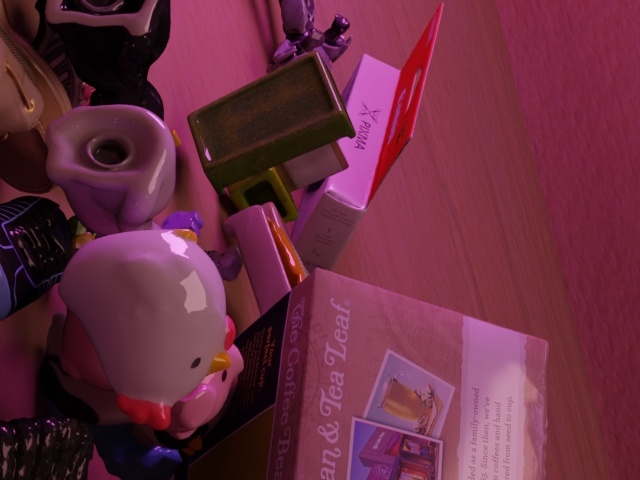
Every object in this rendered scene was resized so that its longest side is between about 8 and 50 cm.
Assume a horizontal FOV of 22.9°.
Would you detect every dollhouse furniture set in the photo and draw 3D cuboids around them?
[{"bbox_3d":[0.000,0.000,1.570,0.197,0.151,0.301,61,7,-51],"label":"dollhouse furniture set"}]

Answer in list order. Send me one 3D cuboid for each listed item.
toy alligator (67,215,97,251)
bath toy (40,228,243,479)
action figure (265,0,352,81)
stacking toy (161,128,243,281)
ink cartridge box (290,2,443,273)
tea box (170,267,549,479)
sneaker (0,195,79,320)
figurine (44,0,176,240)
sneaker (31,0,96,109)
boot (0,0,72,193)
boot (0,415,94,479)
[{"bbox_3d":[-0.171,0.036,1.323,0.190,0.056,0.051,45,53,-20],"label":"toy alligator"},{"bbox_3d":[-0.125,0.095,1.148,0.348,0.151,0.129,122,-37,-70],"label":"bath toy"},{"bbox_3d":[-0.023,-0.260,1.868,0.185,0.099,0.285,-59,140,-75],"label":"action figure"},{"bbox_3d":[-0.148,0.022,1.474,0.221,0.052,0.167,-73,144,-48],"label":"stacking toy"},{"bbox_3d":[0.051,-0.127,1.834,0.275,0.060,0.239,-74,-170,-48],"label":"ink cartridge box"},{"bbox_3d":[0.005,0.250,1.263,0.220,0.323,0.329,18,60,-20],"label":"tea box"},{"bbox_3d":[-0.215,0.006,1.098,0.232,0.090,0.081,-162,-132,-77],"label":"sneaker"},{"bbox_3d":[-0.149,-0.072,1.207,0.209,0.092,0.215,87,-2,-63],"label":"figurine"},{"bbox_3d":[-0.213,-0.142,1.360,0.063,0.075,0.170,-28,130,-42],"label":"sneaker"},{"bbox_3d":[-0.270,-0.076,1.138,0.262,0.095,0.203,72,26,-47],"label":"boot"},{"bbox_3d":[-0.236,0.248,0.999,0.348,0.131,0.260,-1,87,-80],"label":"boot"}]
